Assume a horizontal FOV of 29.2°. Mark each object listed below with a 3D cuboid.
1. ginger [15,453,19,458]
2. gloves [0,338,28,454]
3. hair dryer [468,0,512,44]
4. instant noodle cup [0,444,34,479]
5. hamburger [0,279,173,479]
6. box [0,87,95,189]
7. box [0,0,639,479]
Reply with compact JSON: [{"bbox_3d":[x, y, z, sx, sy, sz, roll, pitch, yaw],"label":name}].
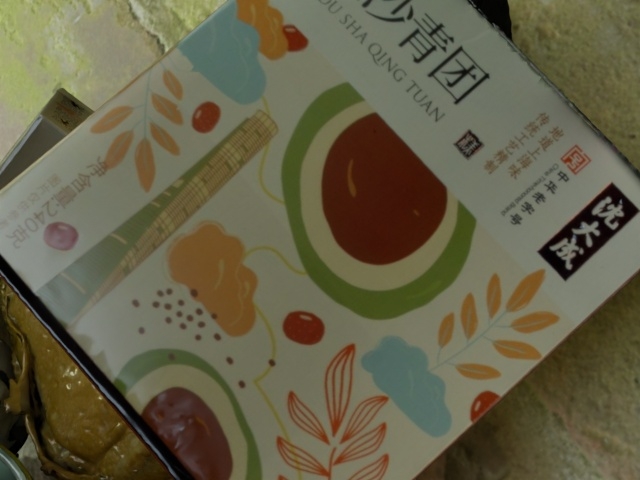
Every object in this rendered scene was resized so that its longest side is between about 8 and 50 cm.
[{"bbox_3d":[-0.346,0.361,1.164,0.148,0.081,0.333,-18,65,41],"label":"ginger"},{"bbox_3d":[-0.333,0.132,1.091,0.128,0.212,0.111,-25,63,0],"label":"gloves"},{"bbox_3d":[0.066,-0.090,1.058,0.197,0.089,0.251,-8,78,28],"label":"hair dryer"},{"bbox_3d":[-0.299,0.269,1.028,0.216,0.236,0.215,3,61,-6],"label":"instant noodle cup"},{"bbox_3d":[-0.144,0.069,1.081,0.319,0.158,0.318,-8,73,28],"label":"hamburger"},{"bbox_3d":[-0.353,0.017,1.208,0.365,0.051,0.204,-51,14,7],"label":"box"},{"bbox_3d":[0.000,0.000,0.908,0.385,0.122,0.344,-41,81,-8],"label":"box"}]
